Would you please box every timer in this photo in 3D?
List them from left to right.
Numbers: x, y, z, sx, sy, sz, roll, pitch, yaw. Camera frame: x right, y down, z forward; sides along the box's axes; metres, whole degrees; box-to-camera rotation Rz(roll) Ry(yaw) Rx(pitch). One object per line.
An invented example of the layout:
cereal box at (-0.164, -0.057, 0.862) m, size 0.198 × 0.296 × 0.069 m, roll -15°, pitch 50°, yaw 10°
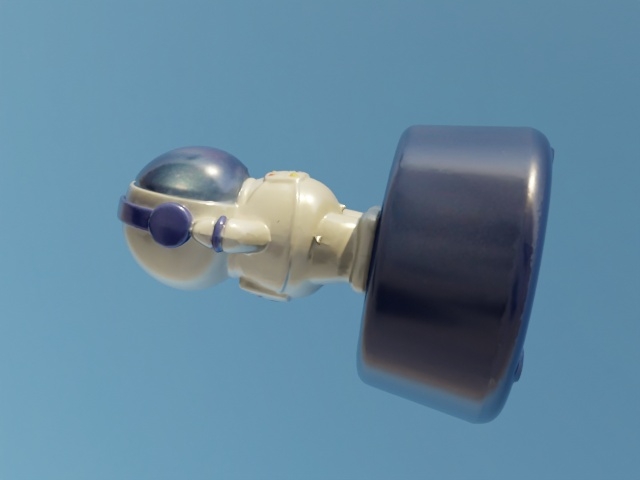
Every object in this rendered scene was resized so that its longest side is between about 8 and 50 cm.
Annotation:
timer at (0.000, 0.000, 0.862) m, size 0.384 × 0.270 × 0.270 m, roll 11°, pitch -74°, yaw 6°
